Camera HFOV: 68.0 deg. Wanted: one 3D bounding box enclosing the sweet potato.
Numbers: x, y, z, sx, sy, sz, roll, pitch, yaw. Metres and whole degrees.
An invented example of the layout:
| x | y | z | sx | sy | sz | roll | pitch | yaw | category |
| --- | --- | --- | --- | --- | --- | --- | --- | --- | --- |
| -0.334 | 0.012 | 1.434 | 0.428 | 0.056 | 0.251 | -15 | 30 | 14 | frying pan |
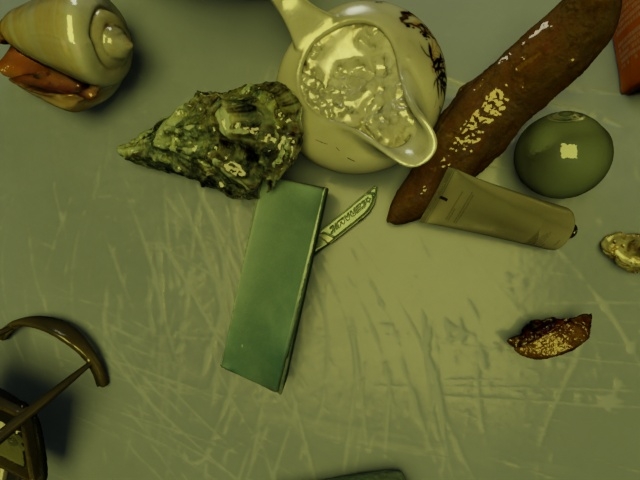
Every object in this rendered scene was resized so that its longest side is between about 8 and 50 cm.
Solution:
| x | y | z | sx | sy | sz | roll | pitch | yaw | category |
| --- | --- | --- | --- | --- | --- | --- | --- | --- | --- |
| 0.198 | -0.150 | 0.567 | 0.092 | 0.114 | 0.341 | 42 | 121 | 4 | sweet potato |

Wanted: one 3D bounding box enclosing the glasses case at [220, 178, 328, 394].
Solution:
| x | y | z | sx | sy | sz | roll | pitch | yaw | category |
| --- | --- | --- | --- | --- | --- | --- | --- | --- | --- |
| -0.054 | 0.053 | 0.626 | 0.105 | 0.056 | 0.265 | 16 | 96 | 28 | glasses case |

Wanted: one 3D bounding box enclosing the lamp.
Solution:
| x | y | z | sx | sy | sz | roll | pitch | yaw | category |
| --- | --- | --- | --- | --- | --- | --- | --- | --- | --- |
| 0.287 | -0.101 | 0.563 | 0.105 | 0.105 | 0.105 | 0 | 88 | 8 | lamp |

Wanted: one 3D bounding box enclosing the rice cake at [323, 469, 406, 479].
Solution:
| x | y | z | sx | sy | sz | roll | pitch | yaw | category |
| --- | --- | --- | --- | --- | --- | --- | --- | --- | --- |
| 0.019 | 0.342 | 0.606 | 0.207 | 0.069 | 0.063 | -13 | 88 | 10 | rice cake |

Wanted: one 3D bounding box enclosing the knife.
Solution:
| x | y | z | sx | sy | sz | roll | pitch | yaw | category |
| --- | --- | --- | --- | --- | --- | --- | --- | --- | --- |
| 0.000 | 0.000 | 0.646 | 0.210 | 0.015 | 0.028 | -38 | 79 | 5 | knife |

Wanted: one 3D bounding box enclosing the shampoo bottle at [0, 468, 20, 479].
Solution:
| x | y | z | sx | sy | sz | roll | pitch | yaw | category |
| --- | --- | --- | --- | --- | --- | --- | --- | --- | --- |
| -0.525 | 0.342 | 0.696 | 0.165 | 0.040 | 0.079 | 4 | 90 | 9 | shampoo bottle |

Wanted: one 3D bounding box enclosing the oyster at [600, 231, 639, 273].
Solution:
| x | y | z | sx | sy | sz | roll | pitch | yaw | category |
| --- | --- | --- | --- | --- | --- | --- | --- | --- | --- |
| 0.400 | 0.009 | 0.587 | 0.083 | 0.038 | 0.080 | 35 | 82 | 33 | oyster |

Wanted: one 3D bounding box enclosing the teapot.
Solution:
| x | y | z | sx | sy | sz | roll | pitch | yaw | category |
| --- | --- | --- | --- | --- | --- | --- | --- | --- | --- |
| 0.029 | -0.200 | 0.577 | 0.299 | 0.166 | 0.208 | 48 | 111 | 5 | teapot |

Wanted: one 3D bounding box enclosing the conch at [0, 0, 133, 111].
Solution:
| x | y | z | sx | sy | sz | roll | pitch | yaw | category |
| --- | --- | --- | --- | --- | --- | --- | --- | --- | --- |
| -0.350 | -0.273 | 0.670 | 0.255 | 0.127 | 0.158 | 21 | 122 | 30 | conch |

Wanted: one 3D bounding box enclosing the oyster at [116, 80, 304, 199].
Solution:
| x | y | z | sx | sy | sz | roll | pitch | yaw | category |
| --- | --- | --- | --- | --- | --- | --- | --- | --- | --- |
| -0.136 | -0.137 | 0.612 | 0.252 | 0.087 | 0.199 | 36 | 118 | 19 | oyster |

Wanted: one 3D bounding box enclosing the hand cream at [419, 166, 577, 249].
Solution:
| x | y | z | sx | sy | sz | roll | pitch | yaw | category |
| --- | --- | --- | --- | --- | --- | --- | --- | --- | --- |
| 0.223 | -0.032 | 0.576 | 0.186 | 0.054 | 0.087 | 14 | 132 | -7 | hand cream |

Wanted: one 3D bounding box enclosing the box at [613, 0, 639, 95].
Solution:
| x | y | z | sx | sy | sz | roll | pitch | yaw | category |
| --- | --- | --- | --- | --- | --- | --- | --- | --- | --- |
| 0.459 | -0.357 | 0.530 | 0.225 | 0.143 | 0.340 | -8 | 88 | 8 | box |

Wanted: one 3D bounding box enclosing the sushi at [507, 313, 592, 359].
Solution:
| x | y | z | sx | sy | sz | roll | pitch | yaw | category |
| --- | --- | --- | --- | --- | --- | --- | --- | --- | --- |
| 0.280 | 0.116 | 0.583 | 0.100 | 0.050 | 0.047 | -24 | 91 | 0 | sushi |

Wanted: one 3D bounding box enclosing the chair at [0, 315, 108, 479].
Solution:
| x | y | z | sx | sy | sz | roll | pitch | yaw | category |
| --- | --- | --- | --- | --- | --- | --- | --- | --- | --- |
| -0.433 | 0.237 | 0.608 | 0.188 | 0.272 | 0.166 | 21 | 120 | 9 | chair |
